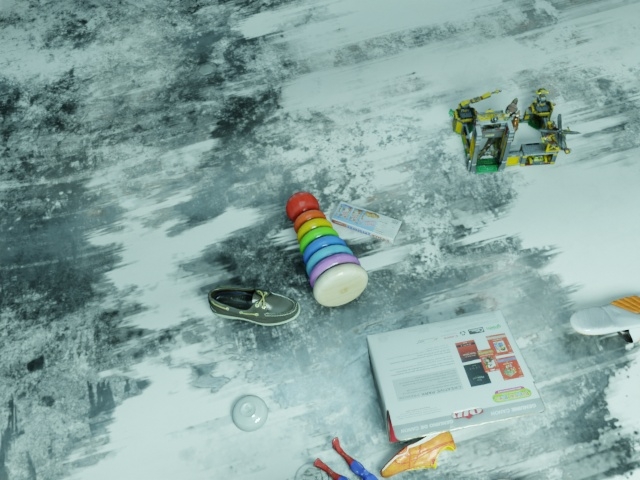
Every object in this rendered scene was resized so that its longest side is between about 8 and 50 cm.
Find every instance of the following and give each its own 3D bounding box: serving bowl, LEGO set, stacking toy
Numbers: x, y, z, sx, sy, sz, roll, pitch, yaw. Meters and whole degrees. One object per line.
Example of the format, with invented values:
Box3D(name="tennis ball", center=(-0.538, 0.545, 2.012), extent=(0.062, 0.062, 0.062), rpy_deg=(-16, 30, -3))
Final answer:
Box3D(name="serving bowl", center=(-0.161, 0.387, 1.433), extent=(0.083, 0.027, 0.083), rpy_deg=(-3, 57, 4))
Box3D(name="LEGO set", center=(0.519, -0.326, 1.724), extent=(0.331, 0.192, 0.255), rpy_deg=(2, 58, 7))
Box3D(name="stacking toy", center=(0.000, 0.000, 1.611), extent=(0.141, 0.141, 0.330), rpy_deg=(-19, 53, -7))

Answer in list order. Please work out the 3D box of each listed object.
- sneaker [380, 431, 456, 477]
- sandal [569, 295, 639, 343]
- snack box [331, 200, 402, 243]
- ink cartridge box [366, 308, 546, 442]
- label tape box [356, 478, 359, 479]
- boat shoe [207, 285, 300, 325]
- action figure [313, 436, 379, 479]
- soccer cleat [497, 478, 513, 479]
Box3D(name="sneaker", center=(0.207, 0.458, 1.335), extent=(0.175, 0.064, 0.067), rpy_deg=(-26, 68, -8))
Box3D(name="sandal", center=(0.683, 0.191, 1.450), extent=(0.265, 0.076, 0.102), rpy_deg=(-6, 33, -12))
Box3D(name="snack box", center=(0.122, -0.050, 1.686), extent=(0.178, 0.022, 0.064), rpy_deg=(20, 62, 17))
Box3D(name="ink cartridge box", center=(0.276, 0.311, 1.342), extent=(0.309, 0.130, 0.272), rpy_deg=(-10, 41, -1))
Box3D(name="label tape box", center=(0.108, 0.595, 1.073), extent=(0.333, 0.106, 0.241), rpy_deg=(45, 93, 10))
Box3D(name="boat shoe", center=(-0.164, 0.157, 1.554), extent=(0.227, 0.069, 0.081), rpy_deg=(2, 58, 7))
Box3D(name="action figure", center=(0.108, 0.506, 1.265), extent=(0.280, 0.139, 0.091), rpy_deg=(35, 69, 25))
Box3D(name="soccer cleat", center=(0.339, 0.618, 1.207), extent=(0.143, 0.116, 0.331), rpy_deg=(10, 64, 51))
